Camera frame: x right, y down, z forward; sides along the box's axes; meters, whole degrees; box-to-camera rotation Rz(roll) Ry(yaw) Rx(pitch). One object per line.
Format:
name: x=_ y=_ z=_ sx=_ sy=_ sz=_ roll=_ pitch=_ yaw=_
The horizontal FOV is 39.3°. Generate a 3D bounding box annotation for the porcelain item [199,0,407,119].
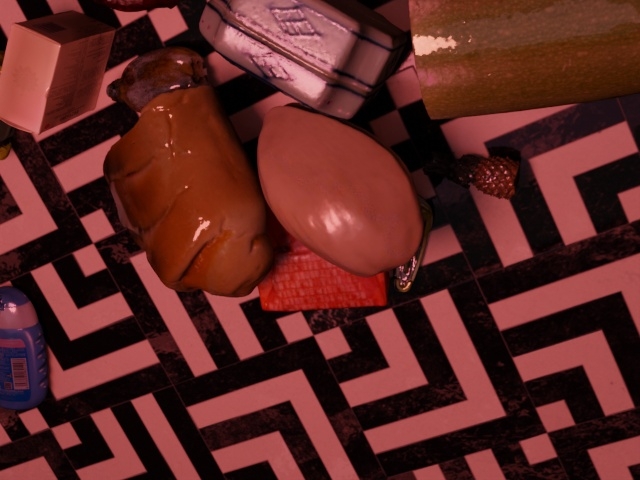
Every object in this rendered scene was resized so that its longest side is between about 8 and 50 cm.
porcelain item: x=-0.026 y=-0.315 z=1.380 sx=0.286 sy=0.281 sz=0.157 roll=31 pitch=111 yaw=0

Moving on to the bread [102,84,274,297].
bread: x=-0.225 y=-0.049 z=1.497 sx=0.341 sy=0.210 sz=0.300 roll=66 pitch=154 yaw=2

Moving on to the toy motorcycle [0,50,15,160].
toy motorcycle: x=-0.662 y=-0.236 z=1.556 sx=0.200 sy=0.326 sz=0.191 roll=30 pitch=114 yaw=5

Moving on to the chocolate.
chocolate: x=0.000 y=0.000 z=1.589 sx=0.238 sy=0.108 sz=0.234 roll=-4 pitch=109 yaw=18

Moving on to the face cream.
face cream: x=-0.639 y=0.218 z=1.852 sx=0.149 sy=0.083 sz=0.263 roll=6 pitch=111 yaw=12

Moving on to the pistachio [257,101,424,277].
pistachio: x=0.023 y=-0.082 z=1.391 sx=0.332 sy=0.208 sz=0.226 roll=45 pitch=131 yaw=19

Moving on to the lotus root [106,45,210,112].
lotus root: x=-0.286 y=-0.276 z=1.572 sx=0.192 sy=0.088 sz=0.113 roll=-9 pitch=92 yaw=19

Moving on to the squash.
squash: x=0.332 y=-0.323 z=1.295 sx=0.385 sy=0.263 sz=0.263 roll=-5 pitch=109 yaw=16

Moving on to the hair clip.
hair clip: x=0.161 y=0.004 z=1.586 sx=0.060 sy=0.033 sz=0.188 roll=12 pitch=110 yaw=8

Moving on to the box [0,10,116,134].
box: x=-0.454 y=-0.292 z=1.542 sx=0.095 sy=0.212 sz=0.168 roll=22 pitch=113 yaw=5

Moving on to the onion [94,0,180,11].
onion: x=-0.307 y=-0.463 z=1.448 sx=0.206 sy=0.216 sz=0.207 roll=33 pitch=121 yaw=-23

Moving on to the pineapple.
pineapple: x=0.251 y=-0.116 z=1.501 sx=0.159 sy=0.074 sz=0.074 roll=13 pitch=113 yaw=15
